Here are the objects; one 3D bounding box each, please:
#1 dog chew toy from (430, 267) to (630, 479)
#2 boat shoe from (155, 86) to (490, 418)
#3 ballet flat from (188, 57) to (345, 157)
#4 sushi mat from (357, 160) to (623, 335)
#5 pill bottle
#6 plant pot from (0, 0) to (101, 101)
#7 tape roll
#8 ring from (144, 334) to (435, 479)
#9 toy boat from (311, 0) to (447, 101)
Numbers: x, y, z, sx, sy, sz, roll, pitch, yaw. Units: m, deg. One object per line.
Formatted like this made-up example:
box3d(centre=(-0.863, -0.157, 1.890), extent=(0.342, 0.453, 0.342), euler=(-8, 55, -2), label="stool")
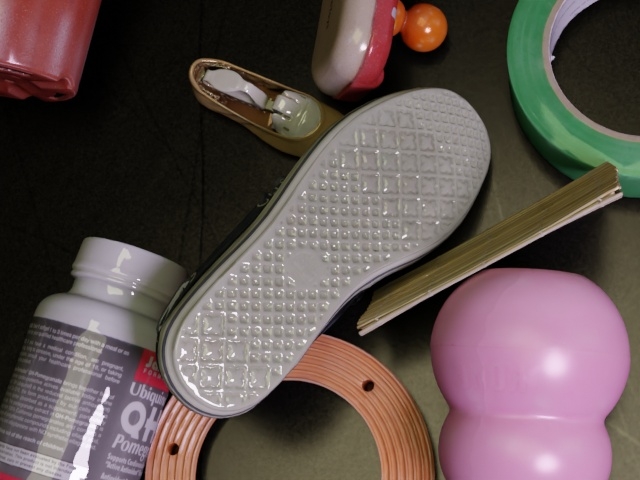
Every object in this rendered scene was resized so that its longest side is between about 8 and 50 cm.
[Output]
box3d(centre=(0.211, 0.199, 1.142), extent=(0.206, 0.206, 0.332), euler=(3, 82, 13), label="dog chew toy")
box3d(centre=(0.000, 0.000, 1.240), extent=(0.500, 0.156, 0.187), euler=(-45, 102, -23), label="boat shoe")
box3d(centre=(-0.067, -0.165, 1.366), extent=(0.232, 0.073, 0.080), euler=(22, 80, 17), label="ballet flat")
box3d(centre=(0.182, 0.007, 1.192), extent=(0.316, 0.151, 0.019), euler=(-30, 95, 18), label="sushi mat")
box3d(centre=(-0.262, 0.166, 1.254), extent=(0.176, 0.176, 0.319), euler=(14, 77, 15), label="pill bottle")
box3d(centre=(-0.390, -0.329, 1.396), extent=(0.272, 0.272, 0.265), euler=(7, 83, 14), label="plant pot")
box3d(centre=(0.380, -0.212, 1.287), extent=(0.321, 0.077, 0.321), euler=(-3, 74, 10), label="tape roll")
box3d(centre=(-0.037, 0.269, 1.255), extent=(0.336, 0.032, 0.337), euler=(-4, 73, 11), label="ring")
box3d(centre=(0.085, -0.277, 1.351), extent=(0.151, 0.151, 0.231), euler=(14, 76, -16), label="toy boat")
